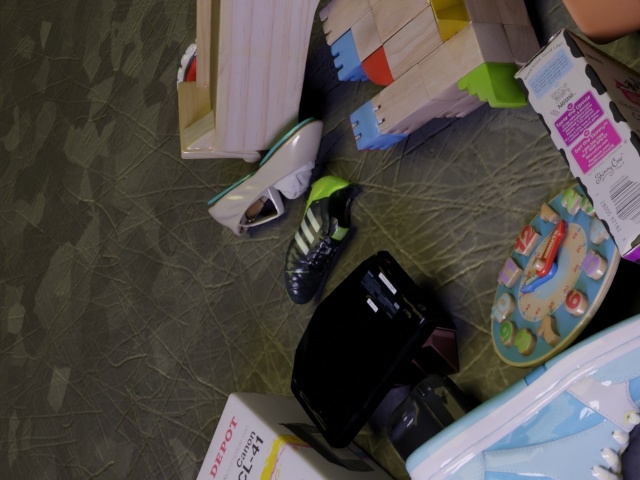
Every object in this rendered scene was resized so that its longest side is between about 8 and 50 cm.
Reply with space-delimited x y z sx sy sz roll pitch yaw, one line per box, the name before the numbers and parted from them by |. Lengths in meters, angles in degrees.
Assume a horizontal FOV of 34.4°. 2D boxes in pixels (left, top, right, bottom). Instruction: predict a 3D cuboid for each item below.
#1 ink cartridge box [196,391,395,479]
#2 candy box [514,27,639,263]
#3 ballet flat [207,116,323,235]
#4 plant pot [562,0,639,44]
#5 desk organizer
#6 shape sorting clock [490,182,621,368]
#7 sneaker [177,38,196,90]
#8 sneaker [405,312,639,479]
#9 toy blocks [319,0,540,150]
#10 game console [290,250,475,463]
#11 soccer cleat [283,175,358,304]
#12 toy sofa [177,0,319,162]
ink cartridge box | -0.025 0.349 1.226 0.306 0.131 0.226 31 102 49
candy box | 0.295 -0.075 0.958 0.071 0.159 0.233 -46 47 29
ballet flat | -0.063 -0.081 1.469 0.248 0.086 0.086 -36 52 40
plant pot | 0.313 -0.354 0.961 0.203 0.291 0.290 -17 64 28
desk organizer | 0.099 0.141 1.213 0.130 0.047 0.050 -24 62 44
shape sorting clock | 0.233 0.032 1.046 0.206 0.040 0.206 -59 13 21
sneaker | -0.125 -0.284 1.588 0.118 0.107 0.279 51 122 30
sneaker | 0.259 0.208 0.958 0.319 0.127 0.208 -37 72 18
toy blocks | 0.106 -0.284 1.248 0.261 0.191 0.381 -31 69 52
game console | 0.100 0.197 1.148 0.361 0.044 0.213 52 123 32
soccer cleat | 0.000 0.000 1.371 0.072 0.060 0.178 11 84 50
toy sofa | -0.104 -0.278 1.397 0.362 0.177 0.150 99 165 -52
